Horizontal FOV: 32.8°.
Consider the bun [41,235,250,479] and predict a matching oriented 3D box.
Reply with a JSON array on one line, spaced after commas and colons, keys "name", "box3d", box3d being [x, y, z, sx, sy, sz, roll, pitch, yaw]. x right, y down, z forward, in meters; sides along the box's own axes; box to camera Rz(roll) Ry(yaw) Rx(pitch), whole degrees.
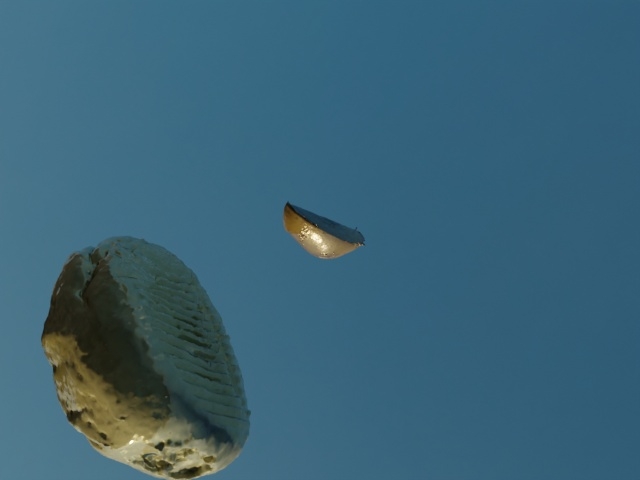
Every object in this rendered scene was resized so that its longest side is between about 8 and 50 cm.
[{"name": "bun", "box3d": [-0.157, 0.104, 0.912, 0.134, 0.220, 0.220, -29, -121, 12]}]

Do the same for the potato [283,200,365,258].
[{"name": "potato", "box3d": [0.001, 0.001, 0.941, 0.036, 0.093, 0.037, -52, -133, 17]}]
